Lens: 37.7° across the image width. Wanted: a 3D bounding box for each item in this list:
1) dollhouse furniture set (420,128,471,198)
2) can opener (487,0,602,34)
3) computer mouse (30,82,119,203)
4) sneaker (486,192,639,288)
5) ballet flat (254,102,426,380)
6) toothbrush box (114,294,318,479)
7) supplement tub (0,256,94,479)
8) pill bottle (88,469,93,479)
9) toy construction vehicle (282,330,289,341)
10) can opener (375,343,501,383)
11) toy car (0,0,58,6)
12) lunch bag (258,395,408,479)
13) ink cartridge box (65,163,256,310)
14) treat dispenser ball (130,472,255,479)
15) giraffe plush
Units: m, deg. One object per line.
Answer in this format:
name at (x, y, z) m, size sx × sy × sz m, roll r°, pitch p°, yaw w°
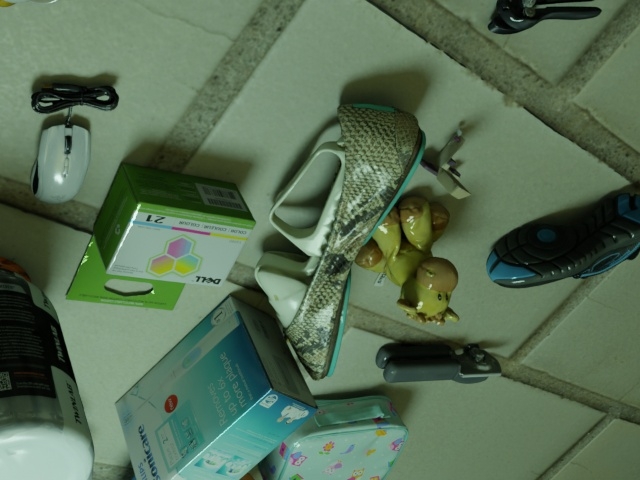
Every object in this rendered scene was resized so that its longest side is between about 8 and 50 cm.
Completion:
dollhouse furniture set at (0.227, -0.116, 1.476) m, size 0.091 × 0.114 × 0.081 m, roll 26°, pitch 110°, yaw -40°
can opener at (0.333, -0.343, 1.372) m, size 0.186 × 0.073 × 0.059 m, roll -15°, pitch 96°, yaw -21°
computer mouse at (-0.329, -0.116, 1.221) m, size 0.106 × 0.042 × 0.193 m, roll -2°, pitch 130°, yaw -29°
sneaker at (0.467, 0.032, 1.739) m, size 0.341 × 0.125 × 0.139 m, roll -17°, pitch 141°, yaw -11°
ballet flat at (0.000, 0.000, 1.454) m, size 0.182 × 0.164 × 0.482 m, roll 14°, pitch 118°, yaw -12°
toothbrush box at (-0.178, 0.274, 1.544) m, size 0.295 × 0.216 × 0.126 m, roll -43°, pitch 135°, yaw 15°
supplement tub at (-0.431, 0.186, 1.231) m, size 0.207 × 0.338 × 0.207 m, roll -16°, pitch 136°, yaw -16°
pill bottle at (-0.454, 0.328, 1.504) m, size 0.131 × 0.131 × 0.229 m, roll -24°, pitch 137°, yaw -7°
toy construction vehicle at (-0.024, 0.132, 1.633) m, size 0.086 × 0.035 × 0.098 m, roll -3°, pitch 129°, yaw -12°
can opener at (0.233, 0.259, 1.858) m, size 0.284 × 0.076 × 0.095 m, roll 1°, pitch 128°, yaw -28°
toy car at (-0.295, -0.335, 0.982) m, size 0.182 × 0.159 × 0.136 m, roll -35°, pitch 101°, yaw 6°
lunch bag at (0.029, 0.407, 1.861) m, size 0.279 × 0.108 × 0.224 m, roll -1°, pitch 127°, yaw -29°
ink cartridge box at (-0.236, 0.029, 1.369) m, size 0.189 × 0.097 × 0.255 m, roll 9°, pitch 124°, yaw -34°
treat dispenser ball at (-0.232, 0.525, 1.693) m, size 0.288 × 0.288 × 0.288 m, roll -15°, pitch 135°, yaw -16°
giraffe plush at (0.157, 0.054, 1.553) m, size 0.182 × 0.170 × 0.210 m, roll -11°, pitch 134°, yaw -20°
